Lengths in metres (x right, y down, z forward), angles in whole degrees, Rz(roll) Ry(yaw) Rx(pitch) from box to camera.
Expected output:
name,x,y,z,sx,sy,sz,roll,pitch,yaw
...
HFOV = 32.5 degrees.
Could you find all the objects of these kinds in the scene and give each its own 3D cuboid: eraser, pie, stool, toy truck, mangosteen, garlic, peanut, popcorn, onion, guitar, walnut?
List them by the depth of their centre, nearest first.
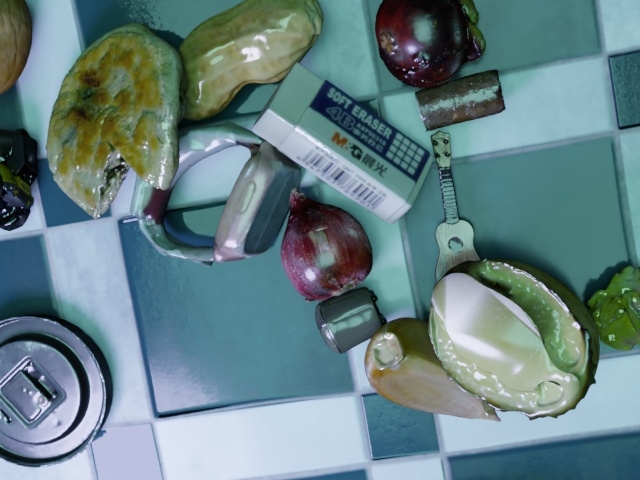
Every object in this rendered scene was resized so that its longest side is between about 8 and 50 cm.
name,x,y,z,sx,sy,sz,roll,pitch,yaw
mangosteen,0.180,-0.334,1.754,0.180,0.166,0.166,-24,93,-14
eraser,0.038,-0.156,1.771,0.279,0.081,0.124,34,55,-9
popcorn,0.506,0.113,1.774,0.145,0.126,0.125,-18,120,-6
peanut,-0.132,-0.309,1.804,0.305,0.147,0.147,-26,92,11
garlic,0.178,0.220,1.808,0.245,0.164,0.145,29,91,-15
onion,0.000,0.000,1.814,0.159,0.159,0.195,-26,79,10
pie,-0.341,-0.204,1.818,0.337,0.075,0.337,-3,85,38
guitar,0.218,-0.050,1.831,0.084,0.038,0.271,-8,98,8
stool,0.051,0.133,1.850,0.110,0.096,0.096,-25,93,5
walnut,-0.574,-0.342,1.852,0.167,0.167,0.207,12,96,7
toy truck,-0.605,-0.115,1.902,0.224,0.147,0.165,1,73,11

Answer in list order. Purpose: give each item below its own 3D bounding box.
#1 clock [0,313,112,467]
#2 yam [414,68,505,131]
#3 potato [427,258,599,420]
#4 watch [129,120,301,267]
name,x,y,z,sx,sy,sz,roll,pitch,yaw
clock,-0.509,0.267,1.963,0.281,0.055,0.280,1,97,8
yam,0.229,-0.227,1.789,0.141,0.079,0.079,-14,94,12
potato,0.326,0.146,1.747,0.285,0.242,0.242,26,100,23
watch,-0.187,-0.081,1.844,0.241,0.162,0.253,27,97,17
